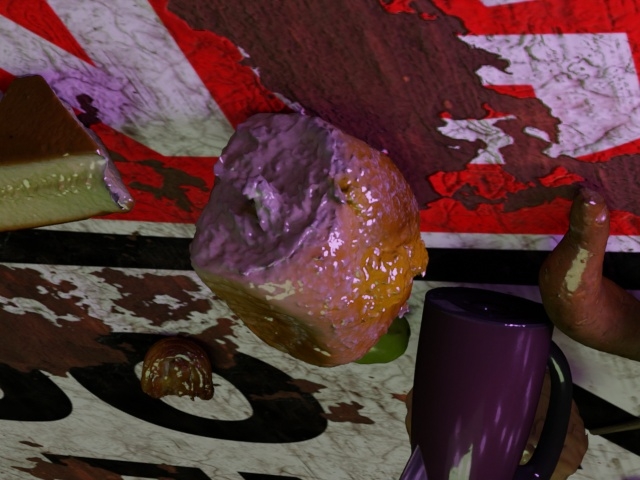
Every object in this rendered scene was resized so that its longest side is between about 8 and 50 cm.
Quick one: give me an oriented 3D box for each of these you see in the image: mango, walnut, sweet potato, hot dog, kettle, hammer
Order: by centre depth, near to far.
[{"bbox_3d":[0.284,0.051,1.647,0.108,0.079,0.346,-26,142,11],"label":"sweet potato"},{"bbox_3d":[0.186,0.179,1.746,0.202,0.232,0.144,0,-164,-32],"label":"kettle"},{"bbox_3d":[0.025,0.100,1.860,0.165,0.074,0.091,15,157,-3],"label":"mango"},{"bbox_3d":[0.210,0.227,1.911,0.245,0.198,0.198,28,151,-29],"label":"walnut"},{"bbox_3d":[0.411,0.232,2.021,0.062,0.017,0.182,28,151,-29],"label":"hammer"},{"bbox_3d":[-0.192,0.182,2.145,0.099,0.065,0.147,3,153,-2],"label":"hot dog"}]

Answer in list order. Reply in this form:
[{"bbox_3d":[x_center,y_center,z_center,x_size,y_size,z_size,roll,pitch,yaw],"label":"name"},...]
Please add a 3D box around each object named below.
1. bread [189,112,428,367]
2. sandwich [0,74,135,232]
[{"bbox_3d":[0.000,0.000,1.526,0.176,0.195,0.246,3,153,29],"label":"bread"},{"bbox_3d":[-0.279,-0.083,1.569,0.236,0.128,0.122,-4,146,29],"label":"sandwich"}]
